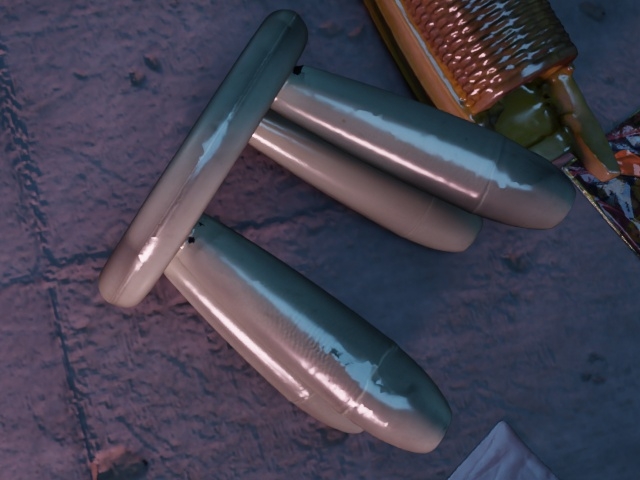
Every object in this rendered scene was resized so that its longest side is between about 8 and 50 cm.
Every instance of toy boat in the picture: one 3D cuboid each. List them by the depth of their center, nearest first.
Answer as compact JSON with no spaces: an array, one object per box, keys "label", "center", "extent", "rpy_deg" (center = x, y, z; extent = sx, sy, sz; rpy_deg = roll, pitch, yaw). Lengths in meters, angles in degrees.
[{"label":"toy boat","center":[0.089,-0.157,0.715],"extent":[0.089,0.115,0.310],"rpy_deg":[-27,88,-12]}]

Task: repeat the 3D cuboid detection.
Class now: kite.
[{"label":"kite","center":[0.229,-0.043,0.781],"extent":[0.125,0.008,0.222],"rpy_deg":[6,82,-6]}]

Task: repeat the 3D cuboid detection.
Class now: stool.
[{"label":"stool","center":[0.000,0.000,0.645],"extent":[0.199,0.195,0.195],"rpy_deg":[35,78,-8]}]

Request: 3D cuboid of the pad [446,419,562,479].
[{"label":"pad","center":[0.149,0.224,0.733],"extent":[0.113,0.006,0.188],"rpy_deg":[-44,91,-11]}]
